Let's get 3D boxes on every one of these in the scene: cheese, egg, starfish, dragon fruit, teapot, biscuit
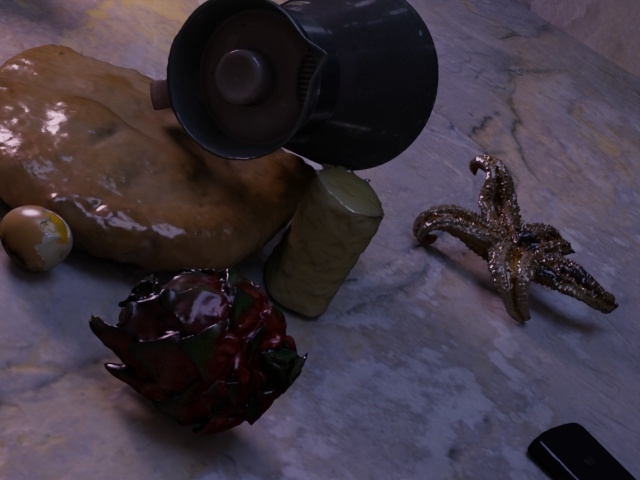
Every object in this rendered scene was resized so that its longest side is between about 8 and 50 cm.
[{"bbox_3d":[0.000,0.000,1.864,0.094,0.167,0.123,18,28,-29],"label":"cheese"},{"bbox_3d":[-0.315,-0.004,1.645,0.083,0.071,0.071,40,27,25],"label":"egg"},{"bbox_3d":[0.296,0.007,2.250,0.303,0.113,0.312,-5,52,-48],"label":"starfish"},{"bbox_3d":[-0.119,0.109,1.539,0.188,0.182,0.182,55,29,6],"label":"dragon fruit"},{"bbox_3d":[-0.039,-0.207,1.890,0.300,0.253,0.344,-7,1,28],"label":"teapot"},{"bbox_3d":[-0.245,-0.111,1.871,0.429,0.104,0.446,31,25,6],"label":"biscuit"}]

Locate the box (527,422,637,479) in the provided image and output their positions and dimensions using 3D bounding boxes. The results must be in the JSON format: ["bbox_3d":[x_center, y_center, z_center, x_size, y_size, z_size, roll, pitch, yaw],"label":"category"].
[{"bbox_3d":[0.330,0.285,1.866,0.125,0.027,0.126,46,28,24],"label":"box"}]
